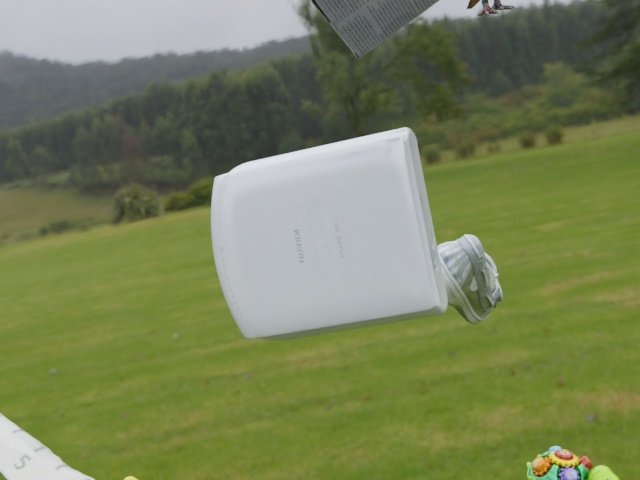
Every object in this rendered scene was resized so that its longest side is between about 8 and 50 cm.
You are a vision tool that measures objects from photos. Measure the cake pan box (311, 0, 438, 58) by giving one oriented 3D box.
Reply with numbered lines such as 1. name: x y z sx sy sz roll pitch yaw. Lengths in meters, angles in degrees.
1. cake pan box: 0.081 -0.345 1.124 0.245 0.070 0.267 -37 -28 9

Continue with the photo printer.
1. photo printer: 0.000 0.000 1.404 0.307 0.256 0.107 -10 0 17

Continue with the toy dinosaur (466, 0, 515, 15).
1. toy dinosaur: 0.128 -0.213 0.775 0.047 0.082 0.090 -19 22 -32

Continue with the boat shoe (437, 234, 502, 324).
1. boat shoe: 0.260 0.061 1.754 0.103 0.118 0.320 -32 -24 12

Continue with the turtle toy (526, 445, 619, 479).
1. turtle toy: 0.332 0.314 1.359 0.130 0.066 0.095 16 19 34

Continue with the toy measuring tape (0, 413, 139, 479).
1. toy measuring tape: -0.122 0.187 0.549 0.330 0.121 0.121 30 25 18
